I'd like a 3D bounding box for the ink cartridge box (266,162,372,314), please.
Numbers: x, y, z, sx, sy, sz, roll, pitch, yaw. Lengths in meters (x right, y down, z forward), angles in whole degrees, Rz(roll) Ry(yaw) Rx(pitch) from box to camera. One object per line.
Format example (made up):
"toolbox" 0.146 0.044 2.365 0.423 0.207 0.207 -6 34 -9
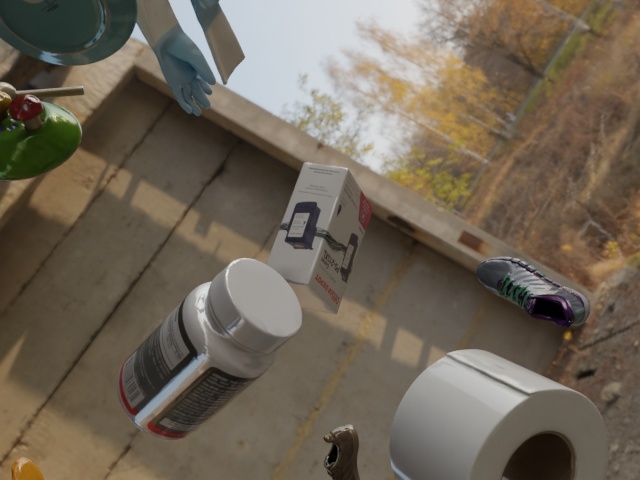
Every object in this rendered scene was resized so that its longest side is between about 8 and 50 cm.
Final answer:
"ink cartridge box" 0.000 0.000 1.287 0.172 0.100 0.237 50 -125 -58

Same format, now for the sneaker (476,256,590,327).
"sneaker" 0.378 0.092 1.257 0.098 0.224 0.083 -9 -63 -51

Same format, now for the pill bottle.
"pill bottle" -0.165 0.163 1.015 0.283 0.161 0.161 -43 2 28

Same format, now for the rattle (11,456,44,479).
"rattle" -0.502 0.487 1.115 0.130 0.143 0.199 -23 -40 -55

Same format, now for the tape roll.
"tape roll" 0.240 0.288 0.927 0.246 0.246 0.169 -59 27 -7

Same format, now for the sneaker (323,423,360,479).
"sneaker" 0.038 0.468 1.405 0.066 0.071 0.188 -152 57 -64

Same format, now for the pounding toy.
"pounding toy" -0.507 -0.218 1.151 0.110 0.183 0.236 86 176 -48

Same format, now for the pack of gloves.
"pack of gloves" -0.176 -0.314 0.997 0.195 0.046 0.232 -63 -34 -36

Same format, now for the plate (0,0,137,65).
"plate" -0.310 -0.275 0.788 0.188 0.188 0.024 113 159 -49
